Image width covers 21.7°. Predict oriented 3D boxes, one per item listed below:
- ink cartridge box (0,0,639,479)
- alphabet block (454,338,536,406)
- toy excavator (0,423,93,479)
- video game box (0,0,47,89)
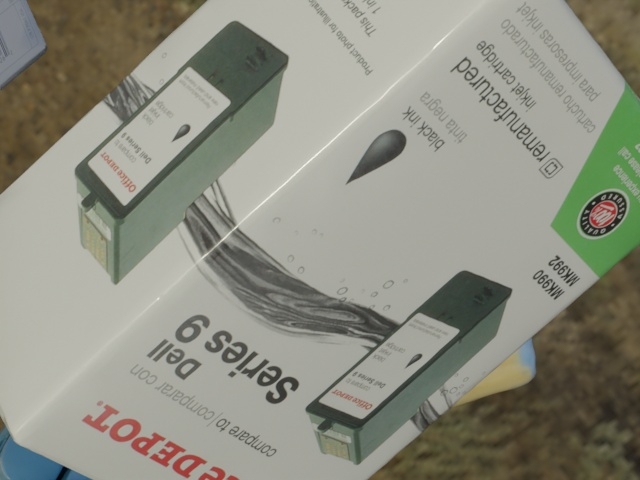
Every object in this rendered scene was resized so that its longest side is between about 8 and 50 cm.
[{"bbox_3d":[0.002,-0.006,0.768,0.211,0.289,0.121,38,12,-49],"label":"ink cartridge box"},{"bbox_3d":[0.000,0.000,1.036,0.192,0.197,0.193,-128,-157,-66],"label":"alphabet block"},{"bbox_3d":[-0.362,0.322,2.100,0.433,0.222,0.445,31,52,-10],"label":"toy excavator"},{"bbox_3d":[-0.216,-0.118,0.699,0.205,0.048,0.187,-53,131,-51],"label":"video game box"}]
